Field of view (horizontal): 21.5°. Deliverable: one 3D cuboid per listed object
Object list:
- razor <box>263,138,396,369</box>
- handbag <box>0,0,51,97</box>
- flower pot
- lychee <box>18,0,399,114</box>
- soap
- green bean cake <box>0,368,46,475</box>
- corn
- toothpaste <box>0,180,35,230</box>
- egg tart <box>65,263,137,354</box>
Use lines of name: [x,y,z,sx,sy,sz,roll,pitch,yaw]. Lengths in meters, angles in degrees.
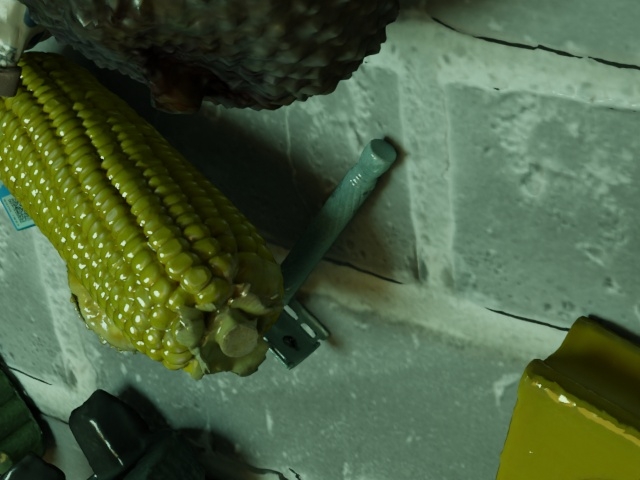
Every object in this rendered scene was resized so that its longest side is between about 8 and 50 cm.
razor: [0.000,0.000,1.384,0.106,0.068,0.232,45,131,8]
handbag: [-0.281,-0.256,1.377,0.193,0.190,0.251,28,132,9]
flower pot: [-0.217,0.321,1.609,0.283,0.299,0.299,54,139,-5]
lychee: [-0.077,-0.224,1.140,0.300,0.300,0.300,23,130,30]
soap: [0.285,0.217,1.228,0.324,0.096,0.204,28,132,26]
green bean cake: [-0.403,0.196,1.848,0.185,0.094,0.183,-29,95,48]
corn: [-0.170,-0.035,1.402,0.387,0.144,0.144,47,141,33]
toothpaste: [-0.310,-0.140,1.562,0.050,0.065,0.266,-15,106,51]
egg tart: [-0.173,0.040,1.552,0.191,0.074,0.191,25,134,29]
